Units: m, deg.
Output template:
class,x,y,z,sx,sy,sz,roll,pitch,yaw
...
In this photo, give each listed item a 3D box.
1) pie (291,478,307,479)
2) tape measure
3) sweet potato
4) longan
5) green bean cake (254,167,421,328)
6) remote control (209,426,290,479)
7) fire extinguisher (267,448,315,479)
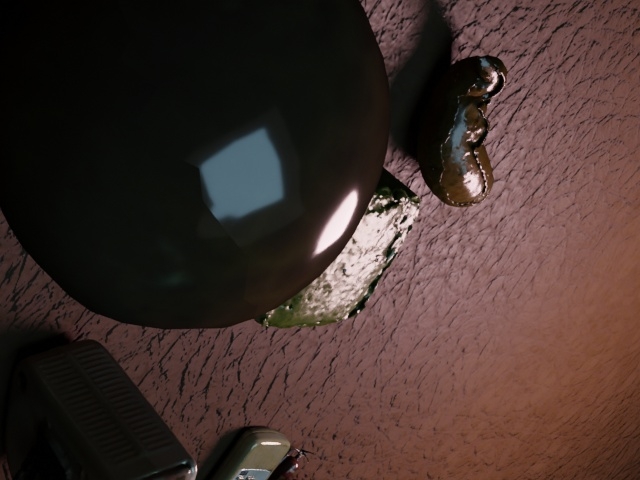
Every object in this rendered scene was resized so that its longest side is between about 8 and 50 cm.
class,x,y,z,sx,sy,sz,roll,pitch,yaw
pie,-0.084,0.466,2.010,0.308,0.085,0.308,-39,156,-21
tape measure,-0.245,0.269,1.468,0.133,0.271,0.231,-17,136,-38
sweet potato,0.175,-0.121,1.707,0.124,0.098,0.310,-42,152,-21
longan,-0.107,-0.105,1.174,0.404,0.336,0.404,15,90,-73
green bean cake,0.000,0.000,1.613,0.200,0.113,0.214,1,124,-49
remote control,-0.134,0.363,1.924,0.233,0.038,0.098,-54,147,12
fire extinguisher,-0.060,0.334,1.995,0.100,0.032,0.046,-46,114,-2
